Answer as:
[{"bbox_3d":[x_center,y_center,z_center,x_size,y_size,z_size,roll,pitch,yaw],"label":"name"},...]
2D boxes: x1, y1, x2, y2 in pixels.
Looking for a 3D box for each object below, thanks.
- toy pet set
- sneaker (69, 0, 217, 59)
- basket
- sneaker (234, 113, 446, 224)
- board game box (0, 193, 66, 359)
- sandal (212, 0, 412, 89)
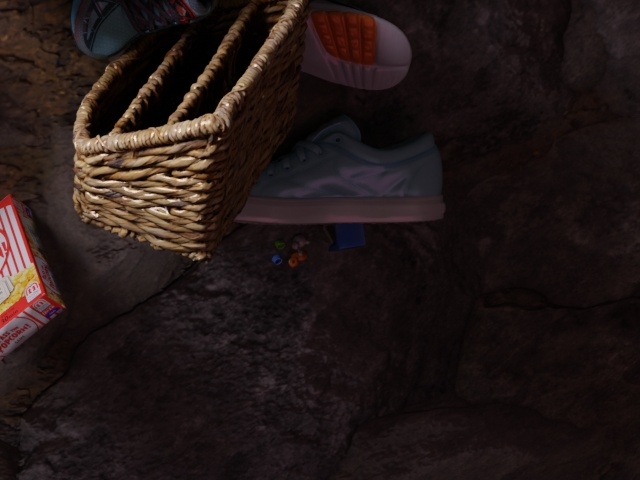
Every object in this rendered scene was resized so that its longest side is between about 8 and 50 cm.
[{"bbox_3d":[0.000,0.000,2.046,0.114,0.065,0.122,-9,135,-22],"label":"toy pet set"},{"bbox_3d":[-0.179,-0.292,1.614,0.262,0.125,0.104,-41,137,12],"label":"sneaker"},{"bbox_3d":[-0.159,-0.167,1.618,0.213,0.299,0.223,20,137,9],"label":"basket"},{"bbox_3d":[-0.010,-0.097,1.931,0.366,0.135,0.150,-1,93,-16],"label":"sneaker"},{"bbox_3d":[-0.409,0.055,1.776,0.147,0.193,0.045,-38,137,9],"label":"board game box"},{"bbox_3d":[-0.013,-0.265,1.782,0.265,0.076,0.102,11,124,-10],"label":"sandal"}]
